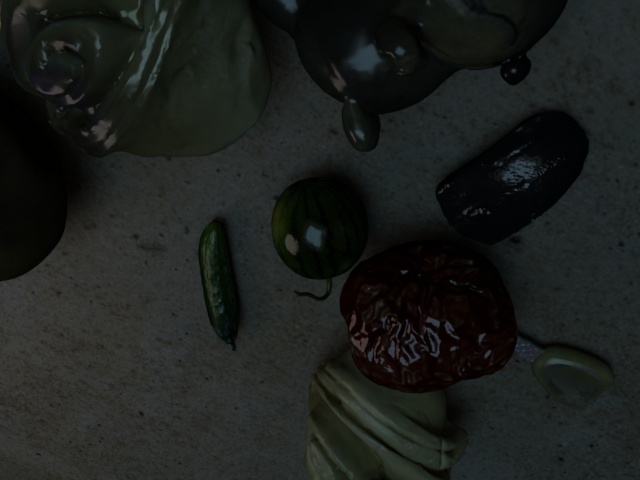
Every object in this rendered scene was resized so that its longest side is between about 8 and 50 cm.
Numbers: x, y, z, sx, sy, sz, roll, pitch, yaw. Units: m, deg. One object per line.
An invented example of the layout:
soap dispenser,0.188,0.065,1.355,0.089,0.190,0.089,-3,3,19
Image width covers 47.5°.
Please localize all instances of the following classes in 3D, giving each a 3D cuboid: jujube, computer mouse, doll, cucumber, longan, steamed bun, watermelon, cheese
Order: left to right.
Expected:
longan,-0.532,-0.089,1.068,0.289,0.288,0.350,-10,135,19
steamed bun,-0.263,-0.246,0.896,0.339,0.247,0.352,6,133,40
cucumber,-0.166,0.080,1.191,0.056,0.056,0.250,2,115,14
watermelon,0.000,0.000,1.057,0.141,0.140,0.187,1,121,15
steamed bun,0.093,0.316,1.162,0.276,0.203,0.289,32,120,-3
doll,0.094,-0.322,0.801,0.382,0.252,0.378,-37,104,22
jujube,0.148,0.108,1.024,0.232,0.213,0.212,-12,115,2
computer mouse,0.259,-0.080,0.981,0.122,0.073,0.217,44,121,-11
cheese,0.350,0.187,1.121,0.192,0.037,0.097,31,120,-2
